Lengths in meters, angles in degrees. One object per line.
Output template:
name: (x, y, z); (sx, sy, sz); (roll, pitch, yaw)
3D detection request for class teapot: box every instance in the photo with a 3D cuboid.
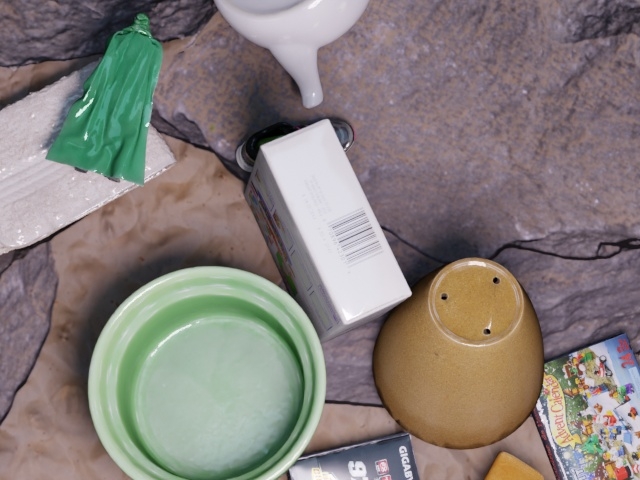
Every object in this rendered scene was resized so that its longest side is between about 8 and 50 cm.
teapot: (-0.020, -0.364, 1.984); (0.256, 0.187, 0.252); (-44, 61, 6)

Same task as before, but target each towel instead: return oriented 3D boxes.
towel: (-0.363, -0.118, 1.973); (0.282, 0.049, 0.187); (-30, 87, -10)

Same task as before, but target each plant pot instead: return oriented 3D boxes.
plant pot: (0.192, 0.124, 1.866); (0.237, 0.254, 0.237); (0, 67, -1)

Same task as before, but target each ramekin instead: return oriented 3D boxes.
ramekin: (-0.140, 0.196, 1.877); (0.303, 0.148, 0.303); (-1, 73, 3)

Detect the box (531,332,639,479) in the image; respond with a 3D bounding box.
box: (0.390, 0.265, 2.000); (0.159, 0.044, 0.233); (-20, 84, -9)

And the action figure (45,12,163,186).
action figure: (-0.270, -0.198, 1.942); (0.137, 0.063, 0.232); (17, 83, -3)

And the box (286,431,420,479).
box: (0.059, 0.385, 1.943); (0.175, 0.051, 0.220); (-11, 83, -8)

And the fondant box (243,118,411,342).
fondant box: (0.000, 0.000, 1.851); (0.096, 0.330, 0.238); (-24, 85, -11)

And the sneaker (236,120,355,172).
sneaker: (-0.032, -0.134, 1.997); (0.170, 0.075, 0.063); (-10, 83, -8)

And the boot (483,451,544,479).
boot: (0.199, 0.372, 1.894); (0.295, 0.104, 0.211); (35, 68, -35)
